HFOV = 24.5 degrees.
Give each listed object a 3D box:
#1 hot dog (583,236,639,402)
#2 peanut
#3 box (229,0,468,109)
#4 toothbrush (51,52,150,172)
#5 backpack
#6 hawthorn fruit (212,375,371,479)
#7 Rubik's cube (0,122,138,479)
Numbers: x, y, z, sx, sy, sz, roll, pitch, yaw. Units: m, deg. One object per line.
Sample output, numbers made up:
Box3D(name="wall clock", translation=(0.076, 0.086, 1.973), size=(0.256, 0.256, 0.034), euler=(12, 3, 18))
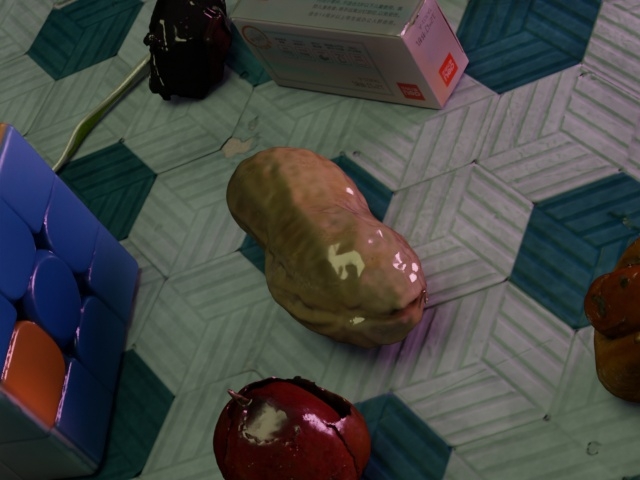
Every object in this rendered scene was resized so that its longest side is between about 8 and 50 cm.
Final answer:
Box3D(name="hot dog", translation=(0.355, 0.055, 1.296), size=(0.257, 0.153, 0.150), euler=(-8, 51, 26))
Box3D(name="peanut", translation=(0.000, 0.000, 1.567), size=(0.149, 0.149, 0.313), euler=(-35, 45, 2))
Box3D(name="box", translation=(0.030, -0.240, 1.747), size=(0.269, 0.135, 0.079), euler=(12, 62, 38))
Box3D(name="toothbrush", translation=(-0.305, -0.153, 1.959), size=(0.026, 0.022, 0.263), euler=(35, 77, 32))
Box3D(name="backpack", translation=(-0.166, -0.272, 1.911), size=(0.106, 0.120, 0.165), euler=(7, 56, 9))
Box3D(name="hawthorn fruit", translation=(-0.036, 0.194, 1.407), size=(0.148, 0.172, 0.148), euler=(-36, 23, 18))
Box3D(name="Rubik's cube", translation=(-0.410, 0.087, 1.634), size=(0.291, 0.290, 0.291), euler=(-11, 51, 23))
